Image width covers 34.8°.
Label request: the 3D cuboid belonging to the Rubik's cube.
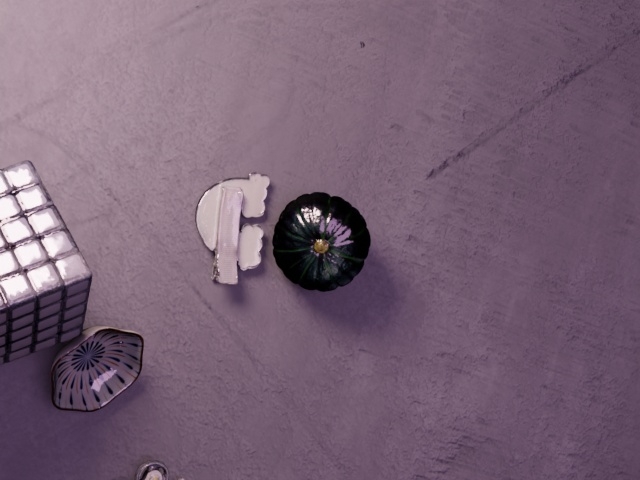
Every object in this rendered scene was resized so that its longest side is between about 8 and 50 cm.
[{"bbox_3d":[-0.522,0.052,1.629,0.238,0.237,0.237,-23,72,-25],"label":"Rubik's cube"}]

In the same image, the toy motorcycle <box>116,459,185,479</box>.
[{"bbox_3d":[-0.335,0.515,1.856,0.151,0.074,0.229,48,71,-21],"label":"toy motorcycle"}]

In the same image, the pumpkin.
[{"bbox_3d":[-0.001,0.004,1.958,0.194,0.150,0.194,2,83,-16],"label":"pumpkin"}]

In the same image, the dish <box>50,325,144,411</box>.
[{"bbox_3d":[-0.406,0.212,1.800,0.190,0.066,0.191,-26,137,-27],"label":"dish"}]

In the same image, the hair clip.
[{"bbox_3d":[-0.170,-0.027,1.935,0.140,0.054,0.220,6,86,-20],"label":"hair clip"}]
